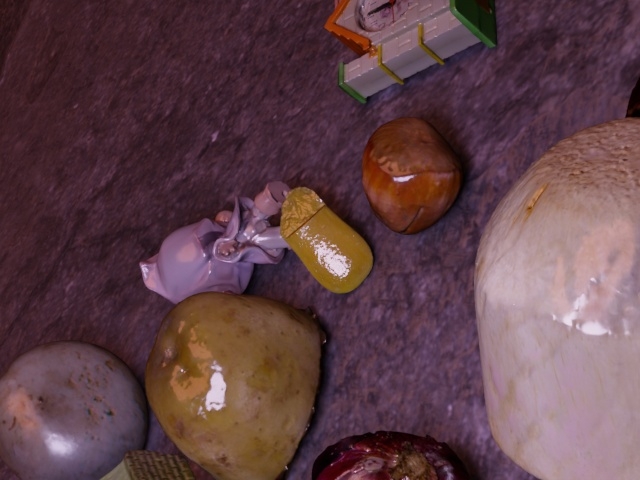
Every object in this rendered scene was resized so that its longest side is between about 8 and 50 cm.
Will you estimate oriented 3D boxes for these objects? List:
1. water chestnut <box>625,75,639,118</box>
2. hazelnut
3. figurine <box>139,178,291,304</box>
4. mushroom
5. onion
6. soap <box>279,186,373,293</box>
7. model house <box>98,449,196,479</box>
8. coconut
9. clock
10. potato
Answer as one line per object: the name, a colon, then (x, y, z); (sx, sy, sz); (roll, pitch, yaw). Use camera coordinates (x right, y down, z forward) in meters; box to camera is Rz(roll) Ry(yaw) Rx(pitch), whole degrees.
water chestnut: (0.450, -0.137, 1.701); (0.224, 0.238, 0.223); (-13, 65, 31)
hazelnut: (0.124, -0.085, 2.062); (0.150, 0.150, 0.150); (-24, 50, 32)
figurine: (-0.140, 0.014, 2.234); (0.276, 0.133, 0.200); (-30, 43, 25)
mushroom: (-0.383, 0.279, 2.266); (0.243, 0.243, 0.243); (-24, 50, 32)
onion: (0.080, 0.337, 1.802); (0.218, 0.195, 0.140); (111, 153, -43)
soap: (0.000, 0.000, 2.123); (0.168, 0.033, 0.089); (44, 89, 8)
model house: (-0.218, 0.394, 2.027); (0.189, 0.214, 0.195); (-40, 30, 2)
coconut: (0.340, 0.090, 1.575); (0.345, 0.415, 0.415); (-3, 61, 19)
clock: (0.125, -0.347, 2.235); (0.255, 0.106, 0.220); (-24, 50, 32)
potato: (-0.130, 0.190, 2.055); (0.242, 0.242, 0.285); (11, 76, 47)
